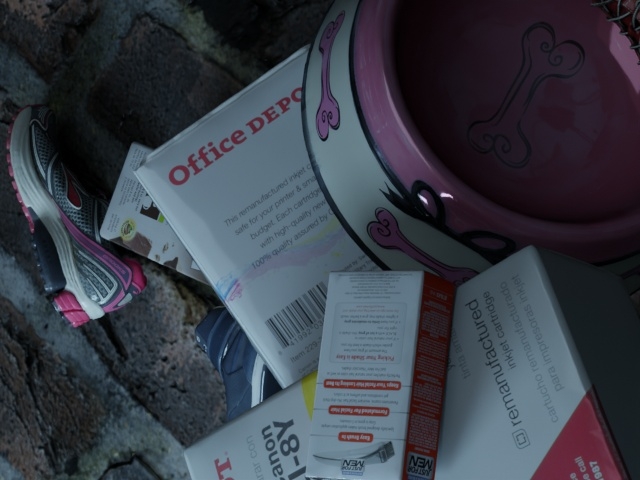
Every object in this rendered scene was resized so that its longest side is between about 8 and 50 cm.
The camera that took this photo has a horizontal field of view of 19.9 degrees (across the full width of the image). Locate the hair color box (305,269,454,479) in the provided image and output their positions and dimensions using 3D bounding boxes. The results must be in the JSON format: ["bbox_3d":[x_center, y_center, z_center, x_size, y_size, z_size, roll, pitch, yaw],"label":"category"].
[{"bbox_3d":[0.048,0.110,1.439,0.093,0.053,0.167,-1,75,36],"label":"hair color box"}]

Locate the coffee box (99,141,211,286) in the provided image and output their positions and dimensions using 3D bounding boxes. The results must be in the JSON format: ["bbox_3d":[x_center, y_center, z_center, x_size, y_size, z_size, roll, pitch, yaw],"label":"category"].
[{"bbox_3d":[-0.069,0.001,1.981,0.297,0.168,0.119,22,94,37],"label":"coffee box"}]

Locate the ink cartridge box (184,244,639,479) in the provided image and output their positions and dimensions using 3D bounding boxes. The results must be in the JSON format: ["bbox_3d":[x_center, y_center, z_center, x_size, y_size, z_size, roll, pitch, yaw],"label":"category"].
[{"bbox_3d":[0.104,0.221,1.507,0.385,0.160,0.279,-32,63,27],"label":"ink cartridge box"}]

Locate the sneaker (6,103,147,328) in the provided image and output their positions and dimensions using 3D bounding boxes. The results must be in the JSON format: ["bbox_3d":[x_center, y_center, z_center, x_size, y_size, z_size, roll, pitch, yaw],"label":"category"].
[{"bbox_3d":[-0.296,-0.037,2.196,0.112,0.121,0.299,-22,65,-1],"label":"sneaker"}]

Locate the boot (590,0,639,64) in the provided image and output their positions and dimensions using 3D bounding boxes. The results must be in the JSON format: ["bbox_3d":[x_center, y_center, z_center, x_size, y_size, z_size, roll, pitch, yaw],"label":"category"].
[{"bbox_3d":[0.285,-0.158,1.585,0.244,0.176,0.088,-65,4,-30],"label":"boot"}]

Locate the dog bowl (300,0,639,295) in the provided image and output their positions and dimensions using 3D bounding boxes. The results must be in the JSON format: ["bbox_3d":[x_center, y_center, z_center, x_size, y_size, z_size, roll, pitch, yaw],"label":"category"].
[{"bbox_3d":[0.195,-0.136,1.678,0.150,0.408,0.408,125,138,-67],"label":"dog bowl"}]

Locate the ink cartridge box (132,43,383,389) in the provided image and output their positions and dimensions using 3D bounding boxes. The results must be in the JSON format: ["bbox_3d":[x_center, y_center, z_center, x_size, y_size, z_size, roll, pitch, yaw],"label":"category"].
[{"bbox_3d":[0.000,0.000,1.759,0.226,0.131,0.306,-34,81,-4],"label":"ink cartridge box"}]

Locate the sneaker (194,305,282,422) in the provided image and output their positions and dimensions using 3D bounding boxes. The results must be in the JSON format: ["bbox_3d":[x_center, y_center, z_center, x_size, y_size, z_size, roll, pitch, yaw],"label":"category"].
[{"bbox_3d":[-0.082,0.174,2.014,0.163,0.086,0.226,40,124,51],"label":"sneaker"}]
